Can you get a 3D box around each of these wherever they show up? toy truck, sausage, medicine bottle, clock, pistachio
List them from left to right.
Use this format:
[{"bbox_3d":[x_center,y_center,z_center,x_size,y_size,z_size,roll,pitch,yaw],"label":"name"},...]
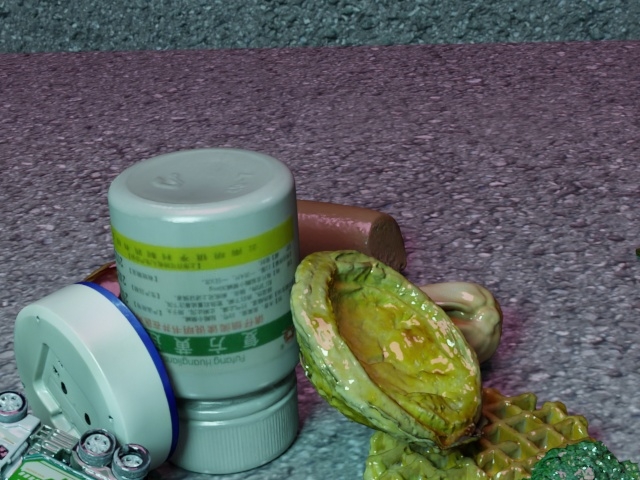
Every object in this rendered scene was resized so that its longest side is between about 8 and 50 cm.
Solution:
[{"bbox_3d":[-0.264,0.260,1.156,0.253,0.114,0.124,22,38,10],"label":"toy truck"},{"bbox_3d":[-0.258,0.165,1.268,0.083,0.230,0.230,-26,33,-34],"label":"clock"},{"bbox_3d":[-0.122,0.082,1.297,0.208,0.340,0.208,-3,24,1],"label":"medicine bottle"},{"bbox_3d":[0.000,0.000,1.721,0.252,0.123,0.123,6,26,19],"label":"sausage"},{"bbox_3d":[0.140,0.118,1.469,0.200,0.117,0.145,-10,-14,4],"label":"pistachio"}]

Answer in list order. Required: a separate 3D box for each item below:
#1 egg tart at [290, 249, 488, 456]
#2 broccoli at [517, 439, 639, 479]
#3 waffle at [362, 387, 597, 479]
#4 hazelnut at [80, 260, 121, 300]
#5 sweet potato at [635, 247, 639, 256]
[{"bbox_3d":[0.067,0.128,1.245,0.279,0.095,0.279,30,31,-20],"label":"egg tart"},{"bbox_3d":[0.235,0.312,0.951,0.254,0.269,0.269,-40,26,6],"label":"broccoli"},{"bbox_3d":[0.183,0.240,1.257,0.253,0.056,0.249,10,28,25],"label":"waffle"},{"bbox_3d":[-0.257,0.117,1.459,0.170,0.161,0.202,-5,19,-6],"label":"hazelnut"},{"bbox_3d":[0.549,0.024,1.704,0.153,0.038,0.041,3,2,33],"label":"sweet potato"}]
